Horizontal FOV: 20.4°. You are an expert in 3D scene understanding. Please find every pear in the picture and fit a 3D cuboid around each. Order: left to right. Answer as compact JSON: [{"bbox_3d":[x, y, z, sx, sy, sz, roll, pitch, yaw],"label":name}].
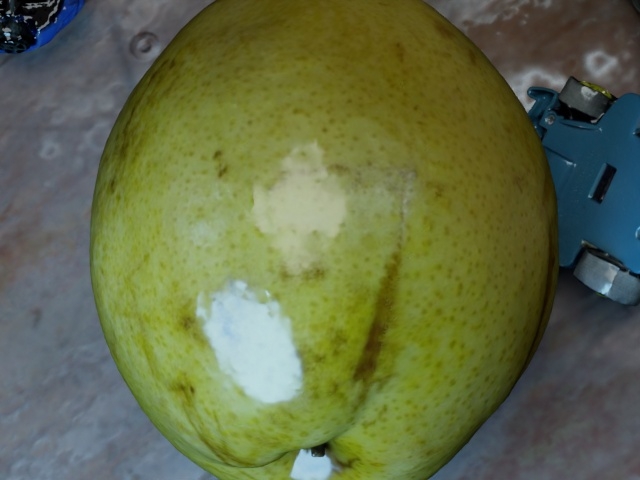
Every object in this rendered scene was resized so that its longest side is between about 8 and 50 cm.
[{"bbox_3d":[0.000,0.000,1.079,0.314,0.314,0.314,-3,71,9],"label":"pear"}]

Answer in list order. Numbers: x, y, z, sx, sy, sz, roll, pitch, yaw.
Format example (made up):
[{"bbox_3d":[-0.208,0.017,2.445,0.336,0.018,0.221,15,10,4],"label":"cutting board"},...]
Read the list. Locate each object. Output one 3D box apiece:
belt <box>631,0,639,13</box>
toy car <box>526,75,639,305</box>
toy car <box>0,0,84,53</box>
[{"bbox_3d":[0.233,-0.179,1.228,0.071,0.053,0.232,-19,70,4],"label":"belt"},{"bbox_3d":[0.199,-0.033,1.179,0.161,0.098,0.126,34,104,47],"label":"toy car"},{"bbox_3d":[-0.279,-0.178,1.310,0.216,0.063,0.103,-2,72,3],"label":"toy car"}]
